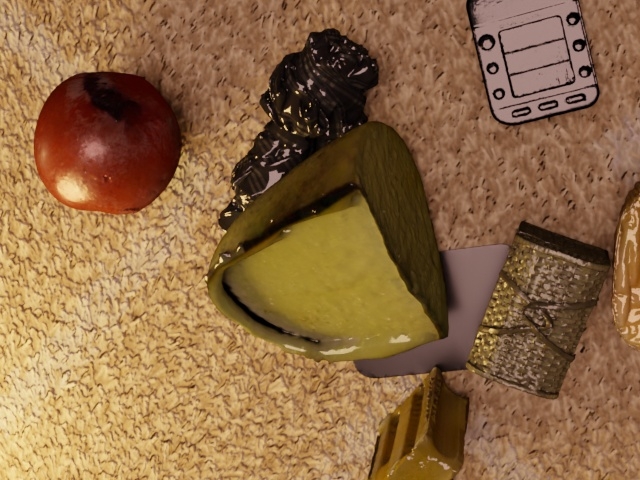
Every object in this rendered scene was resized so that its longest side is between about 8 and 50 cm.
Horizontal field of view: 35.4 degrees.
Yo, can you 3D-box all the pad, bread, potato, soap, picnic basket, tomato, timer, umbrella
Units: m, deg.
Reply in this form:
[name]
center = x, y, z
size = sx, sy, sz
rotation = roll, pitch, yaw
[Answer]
[pad]
center = 0.166, 0.105, 1.449
size = 0.267, 0.004, 0.181
rotation = -7, 98, 16
[bread]
center = 0.466, 0.025, 1.290
size = 0.179, 0.133, 0.250
rotation = 3, 102, 12
[potato]
center = 0.000, 0.000, 1.373
size = 0.280, 0.212, 0.330
rotation = -16, 132, 22
[soap]
center = 0.135, 0.279, 1.370
size = 0.076, 0.233, 0.135
rotation = 40, 108, -4
[picnic basket]
center = 0.290, 0.093, 1.334
size = 0.134, 0.154, 0.196
rotation = 21, 102, 7
[tomato]
center = -0.299, -0.142, 1.415
size = 0.208, 0.208, 0.184
rotation = 19, 120, 10
[timer]
center = 0.281, -0.254, 1.332
size = 0.144, 0.055, 0.187
rotation = -13, 93, 14
[umbrella]
center = -0.052, -0.137, 1.388
size = 0.336, 0.154, 0.128
rotation = -48, 46, 16
